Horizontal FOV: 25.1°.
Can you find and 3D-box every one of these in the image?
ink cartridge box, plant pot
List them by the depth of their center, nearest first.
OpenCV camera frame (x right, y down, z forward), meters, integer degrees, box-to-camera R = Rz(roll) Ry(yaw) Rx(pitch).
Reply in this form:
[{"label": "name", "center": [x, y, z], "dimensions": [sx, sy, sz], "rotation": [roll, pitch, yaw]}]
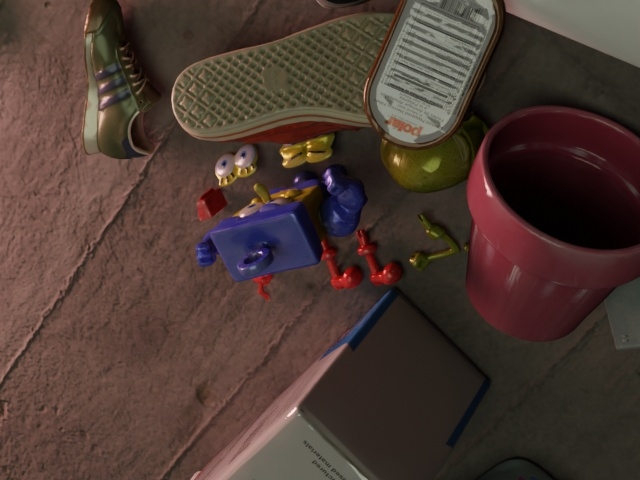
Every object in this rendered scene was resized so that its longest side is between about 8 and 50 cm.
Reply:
[{"label": "plant pot", "center": [0.229, -0.004, 1.429], "dimensions": [0.201, 0.201, 0.180], "rotation": [29, 138, 11]}, {"label": "ink cartridge box", "center": [-0.028, 0.276, 1.609], "dimensions": [0.166, 0.285, 0.395], "rotation": [44, 124, 0]}]

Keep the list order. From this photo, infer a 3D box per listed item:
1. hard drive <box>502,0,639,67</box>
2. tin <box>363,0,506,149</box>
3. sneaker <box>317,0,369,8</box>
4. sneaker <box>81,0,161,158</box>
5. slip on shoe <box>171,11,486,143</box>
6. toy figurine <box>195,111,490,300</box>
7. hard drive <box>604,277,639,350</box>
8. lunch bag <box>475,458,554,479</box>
[{"label": "hard drive", "center": [0.297, -0.273, 1.349], "dimensions": [0.307, 0.040, 0.203], "rotation": [25, 121, 12]}, {"label": "tin", "center": [0.109, -0.179, 1.403], "dimensions": [0.106, 0.040, 0.190], "rotation": [25, 104, 7]}, {"label": "sneaker", "center": [0.064, -0.300, 1.421], "dimensions": [0.215, 0.083, 0.084], "rotation": [-37, 96, 34]}, {"label": "sneaker", "center": [-0.218, -0.179, 1.625], "dimensions": [0.086, 0.064, 0.192], "rotation": [13, 118, 11]}, {"label": "slip on shoe", "center": [0.012, -0.162, 1.507], "dimensions": [0.331, 0.101, 0.123], "rotation": [-9, 79, 16]}, {"label": "toy figurine", "center": [0.000, 0.000, 1.510], "dimensions": [0.362, 0.217, 0.191], "rotation": [-11, 108, 29]}, {"label": "hard drive", "center": [0.363, 0.063, 1.485], "dimensions": [0.135, 0.022, 0.094], "rotation": [-8, 109, 28]}, {"label": "lunch bag", "center": [0.240, 0.397, 1.646], "dimensions": [0.279, 0.108, 0.224], "rotation": [46, 123, -1]}]
